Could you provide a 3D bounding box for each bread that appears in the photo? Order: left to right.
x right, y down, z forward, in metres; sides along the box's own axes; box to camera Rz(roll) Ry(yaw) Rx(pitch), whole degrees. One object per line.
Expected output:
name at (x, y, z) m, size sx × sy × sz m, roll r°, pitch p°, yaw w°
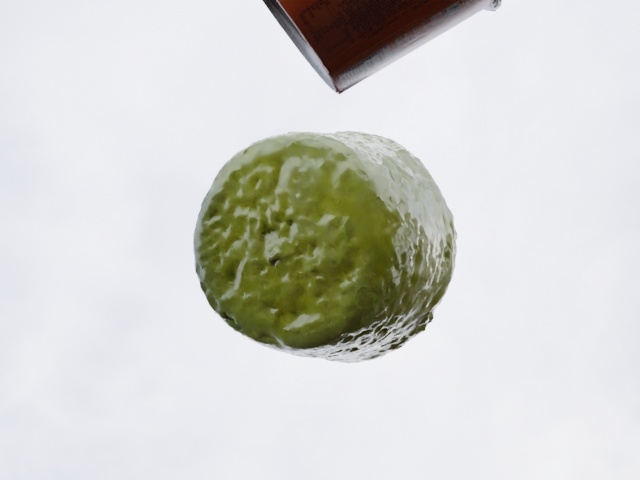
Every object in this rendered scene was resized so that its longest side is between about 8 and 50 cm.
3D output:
bread at (0.000, 0.000, 1.645) m, size 0.348 × 0.348 × 0.308 m, roll -32°, pitch -16°, yaw 16°

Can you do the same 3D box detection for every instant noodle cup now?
instant noodle cup at (0.038, -0.284, 1.200) m, size 0.192 × 0.250 × 0.250 m, roll -37°, pitch -47°, yaw 1°
